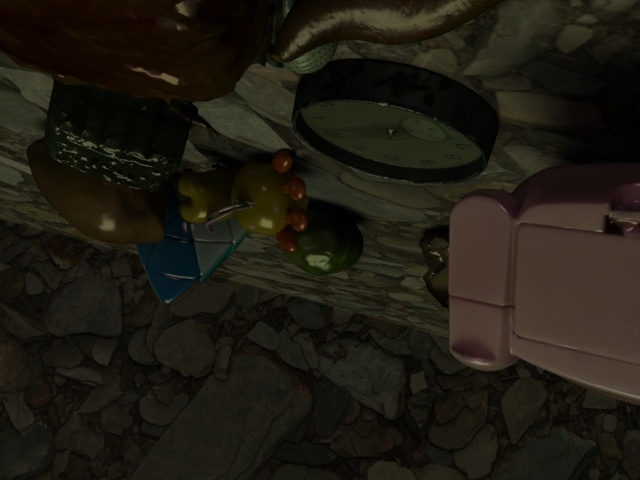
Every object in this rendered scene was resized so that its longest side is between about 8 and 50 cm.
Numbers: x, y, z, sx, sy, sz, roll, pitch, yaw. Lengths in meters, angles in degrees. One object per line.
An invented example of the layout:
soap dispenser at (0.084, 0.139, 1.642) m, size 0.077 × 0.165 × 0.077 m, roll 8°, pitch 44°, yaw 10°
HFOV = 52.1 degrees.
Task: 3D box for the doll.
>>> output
doll at (-0.100, -0.064, 0.957) m, size 0.221 × 0.142 × 0.135 m, roll 12°, pitch -163°, yaw 42°

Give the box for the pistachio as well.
pistachio at (-0.366, -0.085, 1.078) m, size 0.261 × 0.163 × 0.212 m, roll 20°, pitch 138°, yaw 33°

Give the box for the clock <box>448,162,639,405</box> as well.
clock at (0.306, 0.023, 0.550) m, size 0.342 × 0.183 × 0.326 m, roll 17°, pitch -163°, yaw 39°

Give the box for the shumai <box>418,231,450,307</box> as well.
shumai at (0.246, 0.061, 1.106) m, size 0.201 × 0.120 × 0.201 m, roll 17°, pitch 170°, yaw 3°

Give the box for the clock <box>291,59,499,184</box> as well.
clock at (0.074, -0.115, 0.685) m, size 0.215 × 0.041 × 0.215 m, roll 14°, pitch 169°, yaw 3°

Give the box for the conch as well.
conch at (-0.020, -0.172, 0.506) m, size 0.076 × 0.085 × 0.057 m, roll 14°, pitch -146°, yaw 34°

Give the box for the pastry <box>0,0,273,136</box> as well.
pastry at (-0.174, -0.196, 0.385) m, size 0.330 × 0.136 × 0.329 m, roll 16°, pitch 168°, yaw 4°

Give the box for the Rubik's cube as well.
Rubik's cube at (-0.216, 0.007, 1.191) m, size 0.255 × 0.254 × 0.254 m, roll 14°, pitch 168°, yaw 3°

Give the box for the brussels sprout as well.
brussels sprout at (-0.001, 0.003, 1.145) m, size 0.155 × 0.117 × 0.155 m, roll 5°, pitch 163°, yaw 2°

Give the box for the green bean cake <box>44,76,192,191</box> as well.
green bean cake at (-0.277, -0.138, 0.878) m, size 0.181 × 0.094 × 0.173 m, roll 18°, pitch 167°, yaw -20°

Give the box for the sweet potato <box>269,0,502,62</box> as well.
sweet potato at (0.078, -0.166, 0.424) m, size 0.250 × 0.059 × 0.069 m, roll -6°, pitch -178°, yaw 31°
